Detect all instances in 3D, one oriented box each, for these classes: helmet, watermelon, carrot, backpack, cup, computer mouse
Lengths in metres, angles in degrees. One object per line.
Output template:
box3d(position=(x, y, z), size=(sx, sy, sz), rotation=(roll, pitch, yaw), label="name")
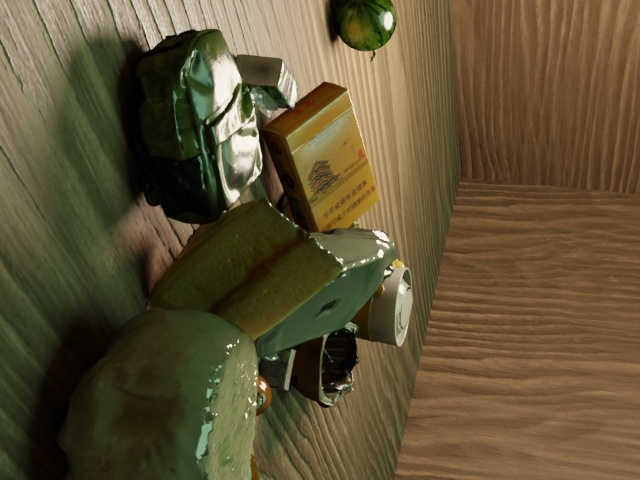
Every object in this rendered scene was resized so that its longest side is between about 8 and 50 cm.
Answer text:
box3d(position=(-0.007, 0.259, 2.136), size=(0.224, 0.130, 0.199), rotation=(-1, 93, -64), label="helmet")
box3d(position=(0.103, -0.487, 2.212), size=(0.187, 0.140, 0.141), rotation=(73, 28, -62), label="watermelon")
box3d(position=(-0.130, 0.241, 1.647), size=(0.336, 0.069, 0.069), rotation=(-168, -96, -79), label="carrot")
box3d(position=(-0.174, -0.162, 1.349), size=(0.207, 0.139, 0.254), rotation=(-61, 147, -54), label="backpack")
box3d(position=(0.106, 0.126, 2.312), size=(0.185, 0.226, 0.241), rotation=(79, 22, -44), label="cup")
box3d(position=(-0.021, 0.082, 1.864), size=(0.428, 0.145, 0.228), rotation=(-18, 142, -47), label="computer mouse")

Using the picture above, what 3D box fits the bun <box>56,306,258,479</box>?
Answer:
box3d(position=(-0.206, 0.248, 1.261), size=(0.359, 0.210, 0.360), rotation=(7, 90, -81), label="bun")

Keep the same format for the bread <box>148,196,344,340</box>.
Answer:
box3d(position=(-0.111, 0.060, 1.356), size=(0.163, 0.167, 0.264), rotation=(-55, -167, -19), label="bread")

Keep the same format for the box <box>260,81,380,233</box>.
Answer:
box3d(position=(0.007, -0.145, 1.901), size=(0.174, 0.076, 0.274), rotation=(-41, 132, -26), label="box")

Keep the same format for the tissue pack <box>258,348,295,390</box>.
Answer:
box3d(position=(-0.088, 0.255, 1.962), size=(0.035, 0.063, 0.083), rotation=(55, 43, -71), label="tissue pack")

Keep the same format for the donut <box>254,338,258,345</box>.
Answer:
box3d(position=(-0.157, 0.099, 1.585), size=(0.216, 0.095, 0.230), rotation=(-18, 114, -75), label="donut")

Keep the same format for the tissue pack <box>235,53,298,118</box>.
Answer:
box3d(position=(-0.095, -0.260, 1.681), size=(0.111, 0.085, 0.079), rotation=(47, 53, -71), label="tissue pack")

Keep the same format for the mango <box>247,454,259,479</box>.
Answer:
box3d(position=(-0.167, 0.378, 1.558), size=(0.156, 0.151, 0.249), rotation=(-11, 115, -38), label="mango")

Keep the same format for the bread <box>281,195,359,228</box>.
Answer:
box3d(position=(0.000, 0.000, 2.031), size=(0.178, 0.135, 0.240), rotation=(-63, 151, -57), label="bread")
